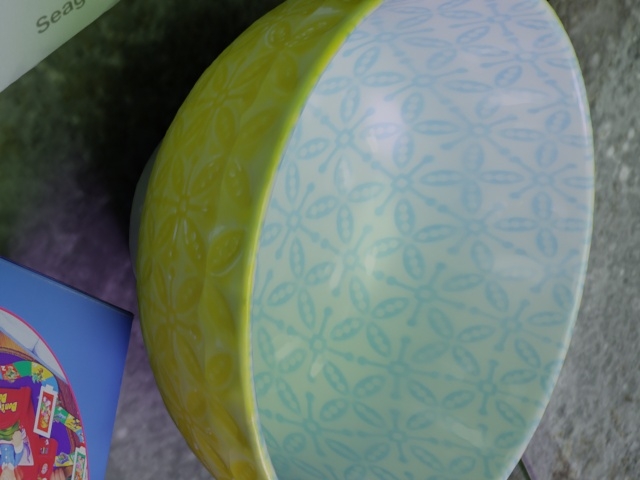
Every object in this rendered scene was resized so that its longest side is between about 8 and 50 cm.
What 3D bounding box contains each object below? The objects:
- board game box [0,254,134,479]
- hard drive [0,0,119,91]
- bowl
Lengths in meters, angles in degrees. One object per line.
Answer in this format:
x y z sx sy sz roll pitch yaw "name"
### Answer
-0.206 0.097 0.514 0.347 0.078 0.233 34 61 -61 "board game box"
-0.152 -0.184 0.505 0.233 0.047 0.353 -43 154 -24 "hard drive"
0.000 0.000 0.717 0.289 0.156 0.289 -21 117 -49 "bowl"
